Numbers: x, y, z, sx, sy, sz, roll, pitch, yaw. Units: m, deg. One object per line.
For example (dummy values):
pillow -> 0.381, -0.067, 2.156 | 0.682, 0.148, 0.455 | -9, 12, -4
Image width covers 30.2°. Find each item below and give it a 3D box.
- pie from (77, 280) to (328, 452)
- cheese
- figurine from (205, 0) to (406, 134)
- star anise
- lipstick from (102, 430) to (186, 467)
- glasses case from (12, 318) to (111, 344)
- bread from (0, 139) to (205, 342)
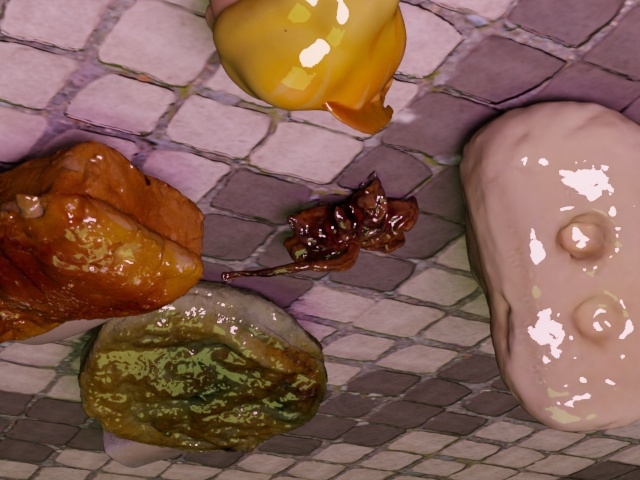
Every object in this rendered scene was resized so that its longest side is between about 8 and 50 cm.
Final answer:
pie -> -0.133, 0.150, 1.281 | 0.277, 0.078, 0.277 | -2, 130, -2
cheese -> 0.211, 0.012, 0.989 | 0.173, 0.251, 0.248 | -7, 135, 6
figurine -> -0.036, -0.164, 0.754 | 0.246, 0.131, 0.156 | 34, 139, -27
star anise -> 0.000, 0.000, 1.080 | 0.190, 0.070, 0.097 | -14, 162, -5
lipstick -> -0.140, 0.202, 1.432 | 0.253, 0.079, 0.077 | -21, 145, 22
glasses case -> -0.253, 0.058, 1.189 | 0.204, 0.051, 0.081 | -22, 143, 31
bread -> -0.287, 0.024, 1.054 | 0.380, 0.109, 0.185 | -16, 151, 34
